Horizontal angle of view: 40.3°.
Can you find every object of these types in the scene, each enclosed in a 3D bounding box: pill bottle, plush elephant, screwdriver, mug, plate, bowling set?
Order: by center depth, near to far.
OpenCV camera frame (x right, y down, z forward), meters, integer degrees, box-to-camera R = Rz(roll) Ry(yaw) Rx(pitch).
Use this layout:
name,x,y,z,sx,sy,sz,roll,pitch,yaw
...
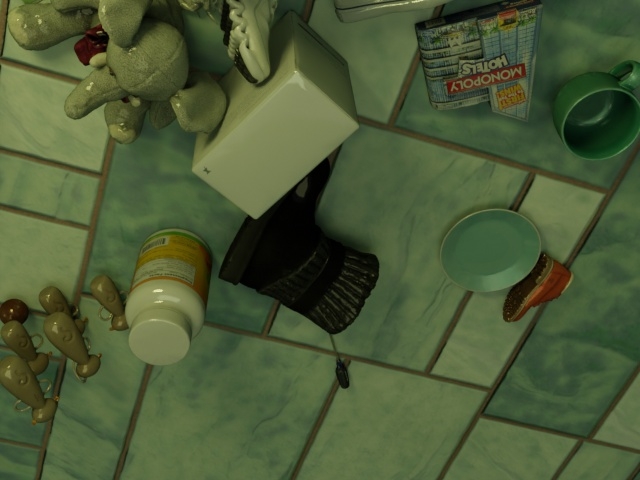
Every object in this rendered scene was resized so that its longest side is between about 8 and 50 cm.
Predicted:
name,x,y,z,sx,sy,sz,roll,pitch,yaw
plush elephant,-0.275,-0.263,1.266,0.330,0.255,0.272,-27,119,15
mug,0.458,-0.215,1.420,0.157,0.097,0.129,-24,121,13
pill bottle,-0.265,0.099,1.518,0.136,0.246,0.136,-1,124,-1
plate,0.313,0.016,1.615,0.188,0.024,0.188,-1,125,-2
bowling set,-0.500,0.178,1.639,0.287,0.200,0.154,-43,131,-24
screwdriver,0.035,0.229,1.757,0.025,0.024,0.170,-23,120,-22

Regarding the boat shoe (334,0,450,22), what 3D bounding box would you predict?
name,x,y,z,sx,sy,sz,roll,pitch,yaw
boat shoe,0.125,-0.387,1.300,0.226,0.083,0.076,-14,124,9

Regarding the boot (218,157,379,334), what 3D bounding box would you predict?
name,x,y,z,sx,sy,sz,roll,pitch,yaw
boot,0.000,-0.002,1.525,0.260,0.131,0.348,26,130,-10

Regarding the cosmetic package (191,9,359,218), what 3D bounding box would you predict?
name,x,y,z,sx,sy,sz,roll,pitch,yaw
cosmetic package,-0.071,-0.194,1.338,0.224,0.225,0.138,-40,118,23

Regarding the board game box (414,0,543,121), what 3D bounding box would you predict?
name,x,y,z,sx,sy,sz,roll,pitch,yaw
board game box,0.266,-0.273,1.397,0.194,0.060,0.194,-13,123,7

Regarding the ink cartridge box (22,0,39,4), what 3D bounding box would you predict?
name,x,y,z,sx,sy,sz,roll,pitch,yaw
ink cartridge box,-0.426,-0.465,1.252,0.171,0.056,0.235,-20,146,12

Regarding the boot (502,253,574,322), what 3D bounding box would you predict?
name,x,y,z,sx,sy,sz,roll,pitch,yaw
boot,0.415,0.105,1.660,0.084,0.059,0.158,22,119,-22

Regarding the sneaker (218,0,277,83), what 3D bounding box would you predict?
name,x,y,z,sx,sy,sz,roll,pitch,yaw
sneaker,-0.091,-0.369,1.232,0.118,0.110,0.292,-7,87,-13
